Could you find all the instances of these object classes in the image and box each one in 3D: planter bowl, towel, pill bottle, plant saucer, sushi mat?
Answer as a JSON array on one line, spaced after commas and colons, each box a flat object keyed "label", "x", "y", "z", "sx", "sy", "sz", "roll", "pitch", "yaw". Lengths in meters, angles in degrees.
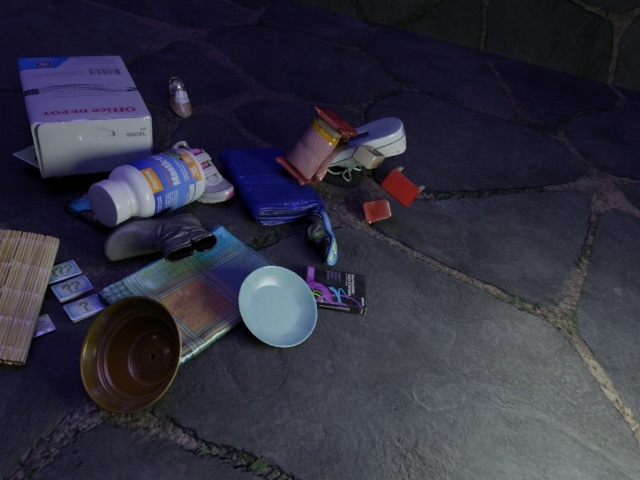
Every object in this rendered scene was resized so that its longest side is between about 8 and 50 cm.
[{"label": "planter bowl", "x": -0.346, "y": 0.222, "z": 1.015, "sx": 0.217, "sy": 0.090, "sz": 0.217, "roll": -5, "pitch": 71, "yaw": 14}, {"label": "towel", "x": -0.152, "y": -0.162, "z": 1.544, "sx": 0.227, "sy": 0.076, "sz": 0.308, "roll": -6, "pitch": 44, "yaw": -32}, {"label": "pill bottle", "x": -0.442, "y": -0.133, "z": 1.345, "sx": 0.152, "sy": 0.152, "sz": 0.272, "roll": 32, "pitch": 38, "yaw": 20}, {"label": "towel", "x": -0.278, "y": 0.109, "z": 1.219, "sx": 0.271, "sy": 0.040, "sz": 0.370, "roll": 34, "pitch": 44, "yaw": 23}, {"label": "plant saucer", "x": -0.101, "y": 0.154, "z": 1.195, "sx": 0.194, "sy": 0.037, "sz": 0.195, "roll": 15, "pitch": 56, "yaw": -24}, {"label": "sushi mat", "x": -0.648, "y": 0.105, "z": 1.071, "sx": 0.151, "sy": 0.019, "sz": 0.317, "roll": 9, "pitch": 48, "yaw": -19}]

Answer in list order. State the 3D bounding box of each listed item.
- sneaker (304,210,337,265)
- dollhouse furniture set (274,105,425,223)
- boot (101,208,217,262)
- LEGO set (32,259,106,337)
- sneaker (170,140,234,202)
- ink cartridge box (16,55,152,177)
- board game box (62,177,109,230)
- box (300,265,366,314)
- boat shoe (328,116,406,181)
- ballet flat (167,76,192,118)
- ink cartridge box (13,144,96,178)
[{"label": "sneaker", "x": 0.000, "y": 0.000, "z": 1.416, "sx": 0.078, "sy": 0.067, "sz": 0.188, "roll": -16, "pitch": 47, "yaw": -1}, {"label": "dollhouse furniture set", "x": 0.084, "y": -0.190, "z": 1.499, "sx": 0.374, "sy": 0.201, "sz": 0.152, "roll": 42, "pitch": 21, "yaw": 11}, {"label": "boot", "x": -0.380, "y": 0.005, "z": 1.231, "sx": 0.246, "sy": 0.084, "sz": 0.161, "roll": -22, "pitch": 35, "yaw": -22}, {"label": "LEGO set", "x": -0.611, "y": 0.120, "z": 1.108, "sx": 0.244, "sy": 0.060, "sz": 0.182, "roll": -22, "pitch": 52, "yaw": -38}, {"label": "sneaker", "x": -0.348, "y": -0.197, "z": 1.489, "sx": 0.252, "sy": 0.111, "sz": 0.103, "roll": 31, "pitch": 44, "yaw": 18}, {"label": "ink cartridge box", "x": -0.659, "y": -0.359, "z": 1.462, "sx": 0.285, "sy": 0.166, "sz": 0.395, "roll": -11, "pitch": 45, "yaw": -26}, {"label": "board game box", "x": -0.564, "y": -0.106, "z": 1.395, "sx": 0.126, "sy": 0.026, "sz": 0.186, "roll": 27, "pitch": 43, "yaw": 15}, {"label": "box", "x": 0.034, "y": 0.123, "z": 1.304, "sx": 0.162, "sy": 0.029, "sz": 0.116, "roll": 10, "pitch": 41, "yaw": -6}, {"label": "boat shoe", "x": 0.099, "y": -0.274, "z": 1.689, "sx": 0.366, "sy": 0.156, "sz": 0.136, "roll": -16, "pitch": 47, "yaw": 10}, {"label": "ballet flat", "x": -0.495, "y": -0.505, "z": 1.824, "sx": 0.073, "sy": 0.067, "sz": 0.206, "roll": -10, "pitch": 47, "yaw": -26}, {"label": "ink cartridge box", "x": -0.704, "y": -0.239, "z": 1.481, "sx": 0.171, "sy": 0.056, "sz": 0.235, "roll": 26, "pitch": 43, "yaw": 13}]
